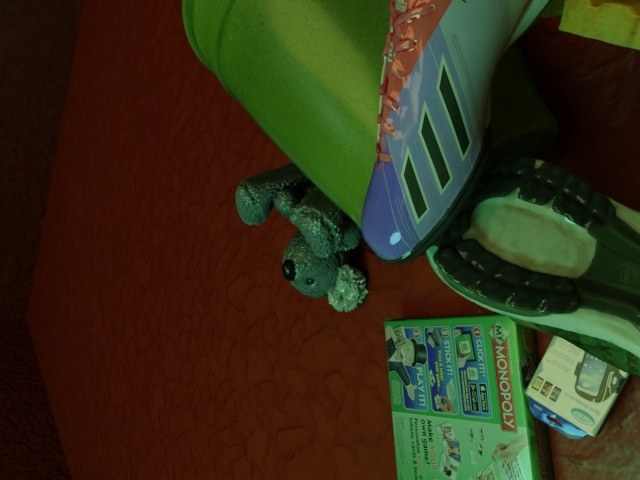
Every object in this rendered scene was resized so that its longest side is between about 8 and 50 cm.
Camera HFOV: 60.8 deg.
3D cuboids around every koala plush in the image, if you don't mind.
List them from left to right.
[{"bbox_3d":[0.000,0.000,0.869,0.196,0.203,0.221,22,127,36],"label":"koala plush"}]

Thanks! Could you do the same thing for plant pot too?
[{"bbox_3d":[0.077,-0.191,0.653,0.366,0.367,0.352,-44,68,40],"label":"plant pot"}]

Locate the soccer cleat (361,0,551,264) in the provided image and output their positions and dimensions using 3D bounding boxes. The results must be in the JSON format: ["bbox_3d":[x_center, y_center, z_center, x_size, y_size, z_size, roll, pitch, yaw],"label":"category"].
[{"bbox_3d":[0.085,-0.135,0.418,0.108,0.117,0.318,43,114,55],"label":"soccer cleat"}]

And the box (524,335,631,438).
[{"bbox_3d":[0.282,0.142,0.587,0.081,0.028,0.136,31,104,38],"label":"box"}]

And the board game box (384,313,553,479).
[{"bbox_3d":[0.186,0.257,0.706,0.214,0.046,0.316,-12,79,48],"label":"board game box"}]

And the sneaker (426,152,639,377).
[{"bbox_3d":[0.286,0.058,0.495,0.411,0.182,0.158,31,86,15],"label":"sneaker"}]

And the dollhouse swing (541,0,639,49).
[{"bbox_3d":[0.357,-0.267,0.292,0.346,0.316,0.304,-125,28,-52],"label":"dollhouse swing"}]
